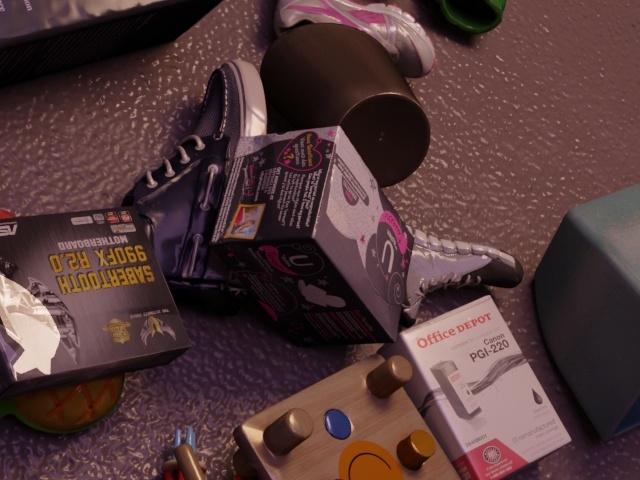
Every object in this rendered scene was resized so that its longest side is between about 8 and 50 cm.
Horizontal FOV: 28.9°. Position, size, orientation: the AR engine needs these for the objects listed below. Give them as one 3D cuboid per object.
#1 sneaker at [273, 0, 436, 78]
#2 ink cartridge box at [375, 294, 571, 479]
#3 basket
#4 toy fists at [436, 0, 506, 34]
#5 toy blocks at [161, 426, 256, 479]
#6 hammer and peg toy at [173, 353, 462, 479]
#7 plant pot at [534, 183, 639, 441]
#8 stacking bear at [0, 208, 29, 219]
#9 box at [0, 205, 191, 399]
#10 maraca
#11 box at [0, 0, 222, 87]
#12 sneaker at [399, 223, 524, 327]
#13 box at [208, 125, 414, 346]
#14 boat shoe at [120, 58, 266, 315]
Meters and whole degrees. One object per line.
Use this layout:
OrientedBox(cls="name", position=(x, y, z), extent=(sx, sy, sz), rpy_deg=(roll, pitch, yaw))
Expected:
OrientedBox(cls="sneaker", position=(0.039, -0.282, 1.753), extent=(0.252, 0.103, 0.111), rpy_deg=(23, 62, -4))
OrientedBox(cls="ink cartridge box", position=(0.191, 0.199, 1.574), extent=(0.158, 0.092, 0.218), rpy_deg=(-20, 72, -31))
OrientedBox(cls="basket", position=(0.046, -0.169, 1.595), extent=(0.204, 0.154, 0.227), rpy_deg=(13, 22, -24))
OrientedBox(cls="toy fists", position=(0.163, -0.421, 1.857), extent=(0.279, 0.096, 0.142), rpy_deg=(28, 48, -17))
OrientedBox(cls="toy blocks", position=(-0.122, 0.291, 1.415), extent=(0.123, 0.054, 0.148), rpy_deg=(10, 61, -18))
OrientedBox(cls="hammer and peg toy", position=(0.015, 0.284, 1.388), extent=(0.361, 0.127, 0.266), rpy_deg=(-20, 73, -45))
OrientedBox(cls="plant pot", position=(0.432, 0.068, 1.661), extent=(0.248, 0.247, 0.252), rpy_deg=(-19, 57, -30))
OrientedBox(cls="stacking bear", position=(-0.429, 0.062, 1.346), extent=(0.164, 0.175, 0.289), rpy_deg=(53, 48, -1))
OrientedBox(cls="box", position=(-0.272, 0.061, 1.337), extent=(0.231, 0.056, 0.183), rpy_deg=(-7, 66, -45))
OrientedBox(cls="maraca", position=(-0.302, 0.150, 1.373), extent=(0.185, 0.099, 0.127), rpy_deg=(7, 83, -33))
OrientedBox(cls="box", position=(-0.353, -0.367, 1.514), extent=(0.395, 0.212, 0.293), rpy_deg=(-21, 90, -30))
OrientedBox(cls="sneaker", position=(0.151, 0.063, 1.639), extent=(0.228, 0.086, 0.132), rpy_deg=(15, 65, -4))
OrientedBox(cls="box", position=(0.000, 0.000, 1.486), extent=(0.247, 0.142, 0.163), rpy_deg=(54, 41, -48))
OrientedBox(cls="boat shoe", position=(-0.162, -0.082, 1.536), extent=(0.158, 0.127, 0.340), rpy_deg=(10, 65, -22))
